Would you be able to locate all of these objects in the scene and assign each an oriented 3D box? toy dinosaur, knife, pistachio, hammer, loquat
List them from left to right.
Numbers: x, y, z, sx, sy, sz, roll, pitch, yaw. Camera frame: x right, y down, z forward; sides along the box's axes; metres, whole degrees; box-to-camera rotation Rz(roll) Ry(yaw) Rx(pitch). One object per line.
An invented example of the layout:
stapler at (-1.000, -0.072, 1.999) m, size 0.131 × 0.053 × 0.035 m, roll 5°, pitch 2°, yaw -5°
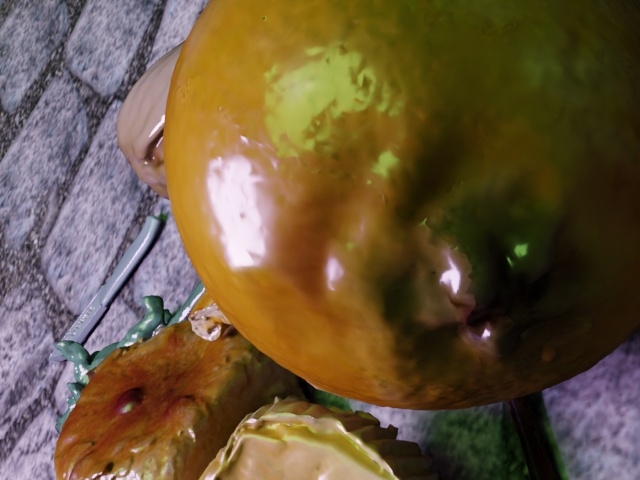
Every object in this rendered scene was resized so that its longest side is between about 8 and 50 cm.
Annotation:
knife at (-0.217, 0.055, 1.439) m, size 0.210 × 0.015 × 0.028 m, roll -53°, pitch 47°, yaw 23°
toy dinosaur at (-0.163, 0.095, 1.304) m, size 0.292 × 0.079 × 0.120 m, roll -52°, pitch 46°, yaw 26°
pistachio at (-0.079, -0.120, 1.248) m, size 0.238 × 0.138 × 0.153 m, roll -32°, pitch 16°, yaw 39°
loquat at (0.062, -0.050, 0.881) m, size 0.328 × 0.328 × 0.328 m, roll -26°, pitch 55°, yaw 43°
hammer at (0.138, 0.136, 0.953) m, size 0.065 × 0.021 × 0.178 m, roll -43°, pitch 47°, yaw 32°

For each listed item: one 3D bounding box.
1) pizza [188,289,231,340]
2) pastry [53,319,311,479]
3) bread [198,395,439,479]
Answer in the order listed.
pizza at (0.002, 0.002, 1.115) m, size 0.246 × 0.058 × 0.127 m, roll -41°, pitch 18°, yaw 0°
pastry at (-0.116, 0.152, 1.149) m, size 0.218 × 0.100 × 0.229 m, roll -43°, pitch 28°, yaw -15°
bread at (-0.021, 0.232, 0.981) m, size 0.179 × 0.133 × 0.250 m, roll 22°, pitch 92°, yaw 24°
